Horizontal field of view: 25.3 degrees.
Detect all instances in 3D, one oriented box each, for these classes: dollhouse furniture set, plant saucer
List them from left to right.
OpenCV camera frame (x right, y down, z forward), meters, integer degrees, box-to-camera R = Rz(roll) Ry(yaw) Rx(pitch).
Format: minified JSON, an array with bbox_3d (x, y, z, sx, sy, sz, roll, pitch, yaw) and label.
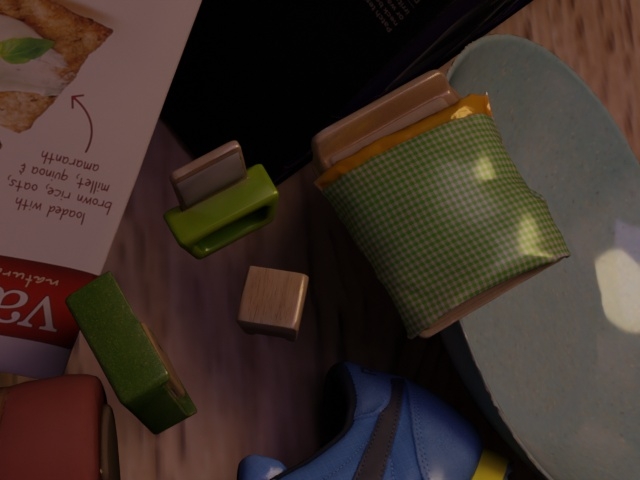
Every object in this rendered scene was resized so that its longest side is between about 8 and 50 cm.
[{"bbox_3d":[0.000,0.000,0.439,0.152,0.058,0.076,-29,72,-7],"label":"dollhouse furniture set"},{"bbox_3d":[0.086,0.017,0.554,0.195,0.037,0.195,29,51,-44],"label":"plant saucer"}]

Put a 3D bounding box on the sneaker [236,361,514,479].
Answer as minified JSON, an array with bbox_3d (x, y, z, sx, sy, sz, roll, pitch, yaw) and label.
[{"bbox_3d":[-0.014,0.127,0.457,0.082,0.069,0.209,35,54,-1],"label":"sneaker"}]

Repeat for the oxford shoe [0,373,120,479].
[{"bbox_3d":[-0.117,0.204,0.351,0.130,0.123,0.348,1,64,-4],"label":"oxford shoe"}]

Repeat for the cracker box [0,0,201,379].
[{"bbox_3d":[-0.115,-0.084,0.404,0.156,0.232,0.067,14,22,-23],"label":"cracker box"}]

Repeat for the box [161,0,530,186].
[{"bbox_3d":[0.062,-0.144,0.549,0.261,0.184,0.103,-38,91,-36],"label":"box"}]
